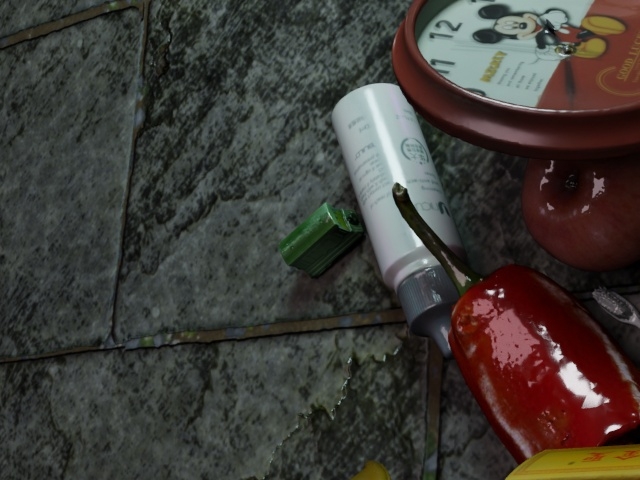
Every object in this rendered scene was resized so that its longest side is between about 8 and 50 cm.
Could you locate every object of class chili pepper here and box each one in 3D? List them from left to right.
[{"bbox_3d":[0.185,0.092,1.420,0.338,0.131,0.134,53,136,35],"label":"chili pepper"}]

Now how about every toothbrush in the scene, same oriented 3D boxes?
[{"bbox_3d":[0.342,0.117,1.345,0.288,0.024,0.021,39,101,42],"label":"toothbrush"}]

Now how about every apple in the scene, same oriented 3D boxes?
[{"bbox_3d":[0.256,-0.047,1.411,0.153,0.120,0.153,-13,69,38],"label":"apple"}]

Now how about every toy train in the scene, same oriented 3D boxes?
[{"bbox_3d":[0.000,0.000,1.664,0.093,0.056,0.038,-41,54,25],"label":"toy train"}]

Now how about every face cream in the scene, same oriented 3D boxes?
[{"bbox_3d":[0.091,-0.016,1.565,0.092,0.092,0.311,-35,54,28],"label":"face cream"}]

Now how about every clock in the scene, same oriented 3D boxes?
[{"bbox_3d":[0.224,-0.168,1.398,0.319,0.080,0.318,-3,40,3],"label":"clock"}]

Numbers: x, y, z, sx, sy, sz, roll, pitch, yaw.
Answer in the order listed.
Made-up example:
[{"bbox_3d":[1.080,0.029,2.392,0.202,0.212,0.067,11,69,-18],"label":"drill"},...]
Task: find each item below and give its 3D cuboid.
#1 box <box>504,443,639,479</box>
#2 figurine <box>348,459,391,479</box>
[{"bbox_3d":[0.269,0.302,1.229,0.174,0.076,0.274,-11,97,39],"label":"box"},{"bbox_3d":[-0.023,0.442,1.394,0.401,0.268,0.387,-32,42,17],"label":"figurine"}]
